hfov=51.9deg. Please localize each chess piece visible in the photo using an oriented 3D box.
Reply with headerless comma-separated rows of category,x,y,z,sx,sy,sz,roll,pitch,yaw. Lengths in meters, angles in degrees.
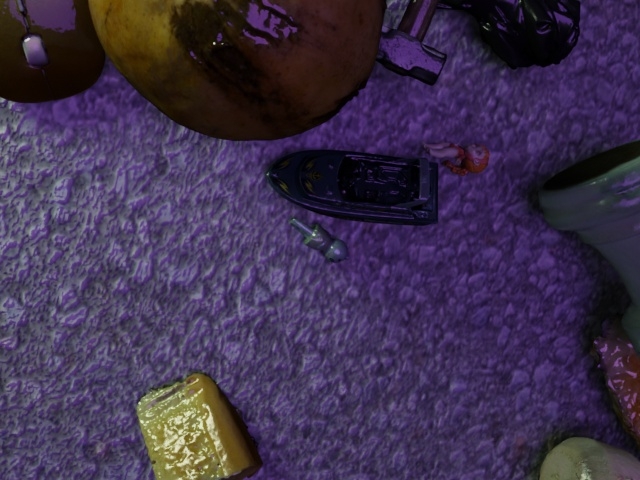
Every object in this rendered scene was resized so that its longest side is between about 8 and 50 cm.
chess piece,0.453,0.024,0.929,0.195,0.194,0.298,-27,97,-7

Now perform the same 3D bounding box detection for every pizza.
pizza,0.640,0.280,1.094,0.435,0.080,0.391,-5,99,-11

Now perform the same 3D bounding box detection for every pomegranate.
pomegranate,-0.084,-0.262,0.715,0.323,0.322,0.321,-2,101,-13

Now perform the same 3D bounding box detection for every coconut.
coconut,0.445,0.399,1.026,0.183,0.171,0.170,23,94,-11

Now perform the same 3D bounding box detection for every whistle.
whistle,0.000,0.000,0.917,0.100,0.035,0.035,35,91,-15

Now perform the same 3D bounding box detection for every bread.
bread,-0.166,0.292,0.925,0.140,0.169,0.160,-25,145,-7

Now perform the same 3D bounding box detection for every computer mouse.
computer mouse,-0.352,-0.317,0.758,0.158,0.072,0.310,-12,104,-9

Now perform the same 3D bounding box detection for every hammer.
hammer,0.160,-0.377,0.793,0.111,0.043,0.365,23,96,-1

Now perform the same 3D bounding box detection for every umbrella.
umbrella,0.193,-0.338,0.863,0.340,0.118,0.118,28,93,-16

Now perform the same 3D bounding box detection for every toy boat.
toy boat,0.049,-0.075,0.884,0.246,0.103,0.092,6,75,-9

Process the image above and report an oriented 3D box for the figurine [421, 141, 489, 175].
figurine,0.189,-0.119,0.929,0.109,0.064,0.047,6,123,-28
